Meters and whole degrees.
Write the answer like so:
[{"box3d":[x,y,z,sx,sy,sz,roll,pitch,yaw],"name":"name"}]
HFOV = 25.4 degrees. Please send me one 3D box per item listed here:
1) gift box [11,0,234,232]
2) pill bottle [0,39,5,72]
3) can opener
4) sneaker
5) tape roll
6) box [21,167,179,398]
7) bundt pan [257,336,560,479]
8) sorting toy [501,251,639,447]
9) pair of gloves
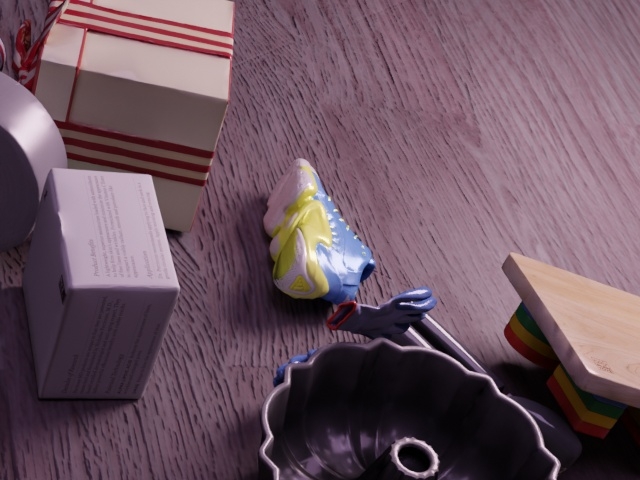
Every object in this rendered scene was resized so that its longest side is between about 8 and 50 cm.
[{"box3d":[-0.251,-0.199,1.744,0.258,0.276,0.255,10,36,-11],"name":"gift box"},{"box3d":[-0.464,-0.191,1.763,0.108,0.108,0.180,15,40,-7],"name":"pill bottle"},{"box3d":[0.188,0.163,1.653,0.283,0.095,0.076,43,44,15],"name":"can opener"},{"box3d":[0.000,0.000,1.784,0.126,0.091,0.240,27,36,-22],"name":"sneaker"},{"box3d":[-0.399,-0.092,1.593,0.219,0.219,0.072,24,41,3],"name":"tape roll"},{"box3d":[-0.243,0.048,1.533,0.119,0.182,0.181,3,43,-23],"name":"box"},{"box3d":[0.080,0.263,1.475,0.331,0.124,0.330,12,40,-10],"name":"bundt pan"},{"box3d":[0.349,0.149,1.699,0.257,0.089,0.255,18,25,-25],"name":"sorting toy"},{"box3d":[0.036,0.113,1.583,0.159,0.198,0.023,2,51,-47],"name":"pair of gloves"}]
